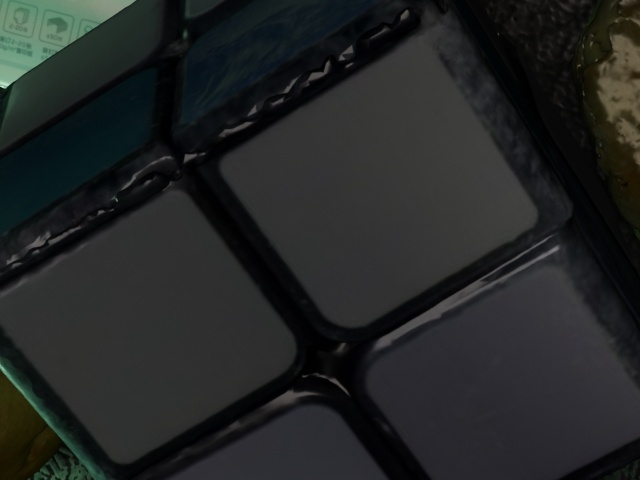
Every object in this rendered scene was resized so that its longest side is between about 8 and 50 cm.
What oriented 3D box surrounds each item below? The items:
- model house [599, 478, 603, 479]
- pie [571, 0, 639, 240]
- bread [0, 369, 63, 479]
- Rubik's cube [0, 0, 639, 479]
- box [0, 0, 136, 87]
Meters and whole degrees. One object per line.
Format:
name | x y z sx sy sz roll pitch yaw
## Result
model house | 0.269 0.242 1.135 0.312 0.242 0.358 -18 103 -6
pie | 0.310 -0.103 1.149 0.306 0.071 0.306 1 95 9
bread | -0.297 0.105 1.170 0.149 0.344 0.195 28 102 24
Rubik's cube | 0.000 0.000 1.059 0.316 0.318 0.313 -31 114 13
box | -0.176 -0.163 1.243 0.269 0.079 0.135 15 99 10
